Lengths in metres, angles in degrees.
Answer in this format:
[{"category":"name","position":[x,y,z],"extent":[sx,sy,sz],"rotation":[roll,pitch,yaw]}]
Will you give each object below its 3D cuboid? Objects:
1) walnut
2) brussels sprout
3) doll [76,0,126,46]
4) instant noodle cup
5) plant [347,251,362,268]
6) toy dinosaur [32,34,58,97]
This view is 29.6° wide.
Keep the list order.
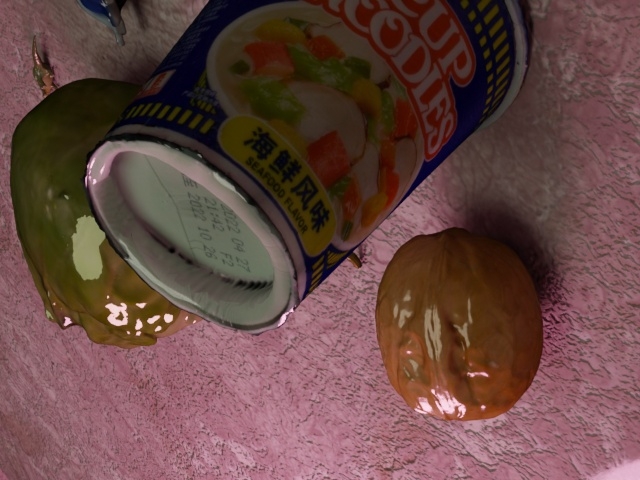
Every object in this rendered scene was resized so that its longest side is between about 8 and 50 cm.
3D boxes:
[{"category":"walnut","position":[0.132,0.080,1.150],"extent":[0.159,0.159,0.207],"rotation":[20,136,41]},{"category":"brussels sprout","position":[-0.235,-0.035,1.426],"extent":[0.328,0.247,0.328],"rotation":[53,159,31]},{"category":"doll","position":[-0.252,-0.308,1.344],"extent":[0.096,0.070,0.195],"rotation":[-125,16,-66]},{"category":"instant noodle cup","position":[-0.022,-0.099,0.978],"extent":[0.284,0.312,0.284],"rotation":[24,143,20]},{"category":"plant","position":[0.000,0.000,1.300],"extent":[0.122,0.104,0.116],"rotation":[33,173,-13]},{"category":"toy dinosaur","position":[-0.366,-0.221,1.601],"extent":[0.041,0.026,0.113],"rotation":[56,161,27]}]
